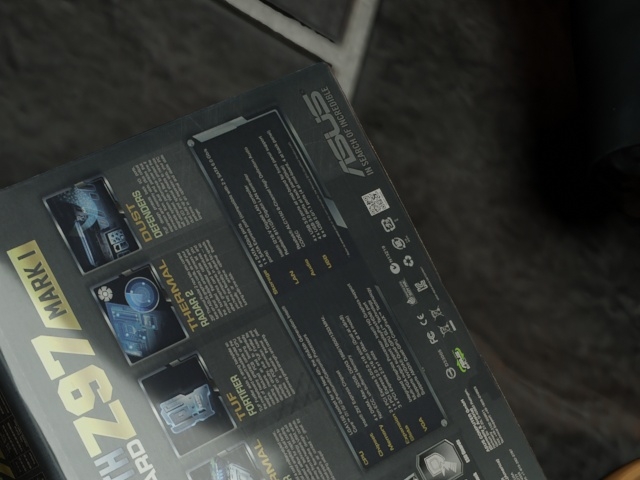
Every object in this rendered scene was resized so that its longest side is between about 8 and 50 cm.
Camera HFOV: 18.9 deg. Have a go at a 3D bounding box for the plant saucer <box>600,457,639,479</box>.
[{"bbox_3d":[0.183,0.183,0.821,0.200,0.037,0.200,14,62,-28],"label":"plant saucer"}]

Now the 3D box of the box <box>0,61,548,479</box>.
[{"bbox_3d":[-0.025,0.069,0.710,0.183,0.059,0.233,-26,85,-35],"label":"box"}]

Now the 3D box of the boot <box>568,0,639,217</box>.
[{"bbox_3d":[0.122,-0.120,0.855,0.246,0.094,0.207,7,64,-18],"label":"boot"}]
